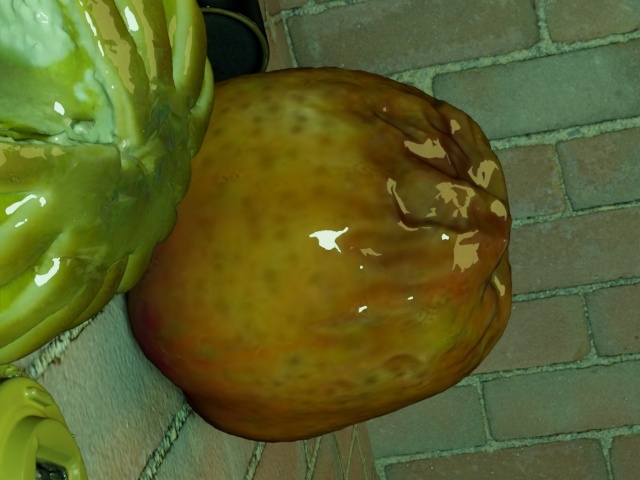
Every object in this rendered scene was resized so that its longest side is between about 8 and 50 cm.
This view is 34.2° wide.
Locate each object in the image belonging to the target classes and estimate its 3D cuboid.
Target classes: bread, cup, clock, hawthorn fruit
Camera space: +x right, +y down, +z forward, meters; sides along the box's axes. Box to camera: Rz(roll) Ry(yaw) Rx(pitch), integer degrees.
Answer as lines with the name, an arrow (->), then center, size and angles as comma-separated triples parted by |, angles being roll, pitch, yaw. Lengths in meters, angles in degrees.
bread -> -0.182, -0.062, 0.688 | 0.333, 0.160, 0.333 | -48, 146, -48
cup -> -0.157, -0.324, 1.357 | 0.239, 0.166, 0.177 | 89, -5, -52
clock -> -0.220, 0.203, 0.785 | 0.237, 0.057, 0.237 | -10, 90, -82
hawthorn fruit -> 0.000, 0.000, 1.194 | 0.472, 0.472, 0.471 | -10, 90, -81
